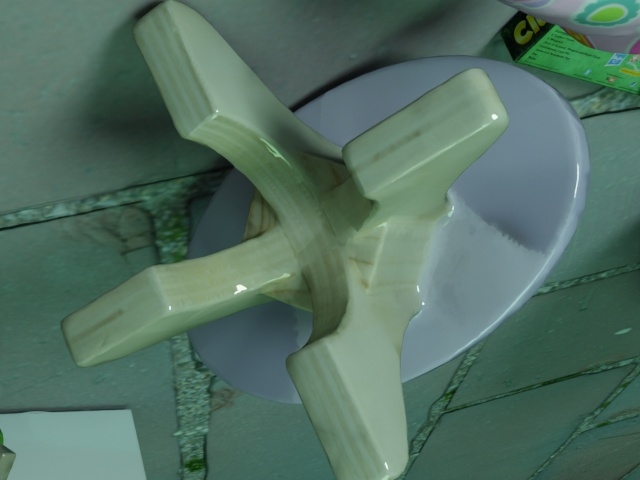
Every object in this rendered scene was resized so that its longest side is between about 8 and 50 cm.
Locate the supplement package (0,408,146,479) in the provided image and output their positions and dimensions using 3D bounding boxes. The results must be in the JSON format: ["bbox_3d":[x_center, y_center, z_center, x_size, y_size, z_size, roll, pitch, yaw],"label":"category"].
[{"bbox_3d":[-0.271,0.312,0.862,0.199,0.263,0.198,6,144,-40],"label":"supplement package"}]

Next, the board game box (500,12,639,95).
[{"bbox_3d":[0.249,-0.144,0.624,0.259,0.030,0.136,5,146,-39],"label":"board game box"}]

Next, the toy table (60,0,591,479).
[{"bbox_3d":[0.000,0.000,0.518,0.274,0.252,0.161,-43,162,21],"label":"toy table"}]

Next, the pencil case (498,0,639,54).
[{"bbox_3d":[0.074,-0.164,0.368,0.124,0.124,0.284,-36,150,29],"label":"pencil case"}]

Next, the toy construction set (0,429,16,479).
[{"bbox_3d":[-0.365,0.196,0.678,0.308,0.258,0.237,-9,172,26],"label":"toy construction set"}]
